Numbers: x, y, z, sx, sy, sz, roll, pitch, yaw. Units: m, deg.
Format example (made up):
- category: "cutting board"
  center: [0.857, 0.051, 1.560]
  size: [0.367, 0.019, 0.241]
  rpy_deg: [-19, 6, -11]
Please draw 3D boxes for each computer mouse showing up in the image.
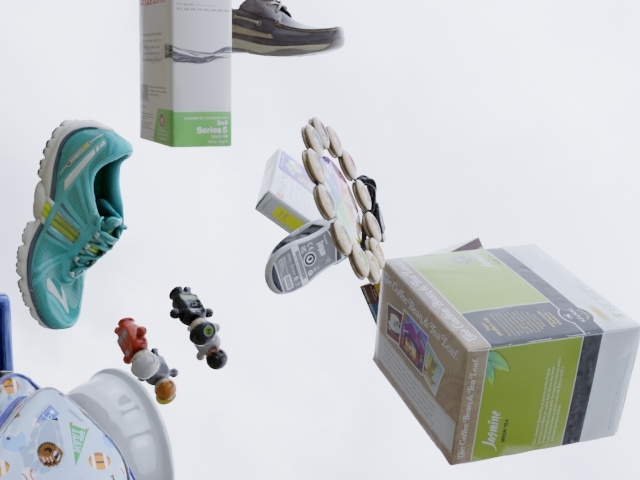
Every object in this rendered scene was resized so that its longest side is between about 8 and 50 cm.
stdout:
- category: "computer mouse"
  center: [0.000, 0.000, 1.130]
  size: [0.042, 0.193, 0.106]
  rpy_deg: [29, -39, 49]

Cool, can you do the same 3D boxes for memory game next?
- category: "memory game"
  center: [0.026, -0.042, 0.907]
  size: [0.012, 0.186, 0.186]
  rpy_deg: [-22, -79, 17]

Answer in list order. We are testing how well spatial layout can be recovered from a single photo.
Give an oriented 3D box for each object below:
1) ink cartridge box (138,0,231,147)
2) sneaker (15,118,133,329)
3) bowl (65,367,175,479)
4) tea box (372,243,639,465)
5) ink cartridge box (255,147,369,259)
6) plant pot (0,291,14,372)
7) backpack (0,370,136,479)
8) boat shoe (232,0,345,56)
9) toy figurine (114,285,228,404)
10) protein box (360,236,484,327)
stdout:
- category: "ink cartridge box"
  center: [-0.239, -0.307, 1.532]
  size: [0.198, 0.114, 0.273]
  rpy_deg: [23, -66, 61]
- category: "sneaker"
  center: [-0.302, -0.012, 1.095]
  size: [0.109, 0.107, 0.275]
  rpy_deg: [17, -76, 15]
- category: "bowl"
  center: [-0.377, 0.367, 1.441]
  size: [0.297, 0.134, 0.298]
  rpy_deg: [5, -82, 44]
- category: "tea box"
  center: [0.300, 0.177, 1.500]
  size: [0.329, 0.323, 0.220]
  rpy_deg: [-128, -141, -59]
- category: "ink cartridge box"
  center: [-0.003, -0.061, 2.047]
  size: [0.307, 0.304, 0.072]
  rpy_deg: [38, -72, -14]
- category: "plant pot"
  center: [-0.670, 0.198, 1.456]
  size: [0.212, 0.236, 0.236]
  rpy_deg: [9, -78, 36]
- category: "backpack"
  center: [-0.342, 0.317, 1.042]
  size: [0.213, 0.277, 0.263]
  rpy_deg: [-19, -60, 42]
- category: "boat shoe"
  center: [-0.126, -0.447, 1.807]
  size: [0.355, 0.132, 0.130]
  rpy_deg: [3, -77, 6]
- category: "toy figurine"
  center: [-0.308, 0.228, 1.863]
  size: [0.148, 0.213, 0.210]
  rpy_deg: [52, -13, 35]
- category: "protein box"
  center: [0.237, 0.107, 1.893]
  size: [0.199, 0.201, 0.136]
  rpy_deg: [-22, -89, 51]
